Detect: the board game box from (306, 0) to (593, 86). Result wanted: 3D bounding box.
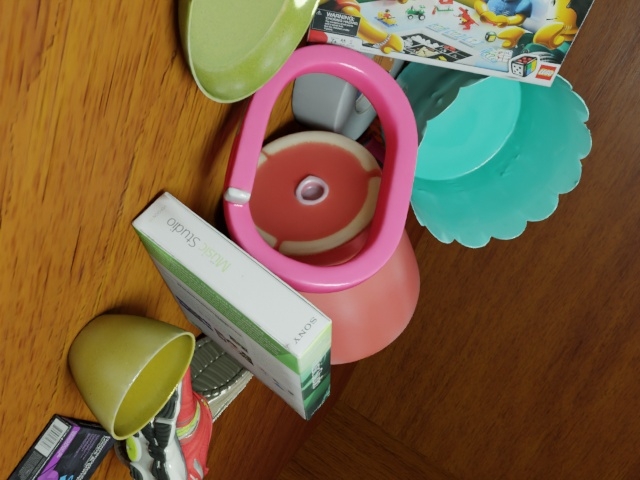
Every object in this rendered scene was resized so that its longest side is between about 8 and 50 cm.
[{"bbox_3d":[0.150,-0.289,0.757,0.193,0.305,0.053,104,-7,-47],"label":"board game box"}]

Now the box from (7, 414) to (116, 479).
[{"bbox_3d":[-0.316,0.275,0.829,0.116,0.029,0.162,-56,167,-13],"label":"box"}]

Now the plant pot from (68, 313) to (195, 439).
[{"bbox_3d":[-0.217,0.134,0.744,0.134,0.095,0.134,-55,166,-21],"label":"plant pot"}]

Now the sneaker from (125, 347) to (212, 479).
[{"bbox_3d":[-0.197,0.225,0.897,0.118,0.107,0.279,-37,137,-54],"label":"sneaker"}]

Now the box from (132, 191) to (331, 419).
[{"bbox_3d":[-0.091,0.096,0.819,0.058,0.232,0.322,-48,164,-18],"label":"box"}]

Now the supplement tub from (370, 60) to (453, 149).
[{"bbox_3d":[0.238,-0.298,1.221,0.338,0.207,0.207,-53,164,-29],"label":"supplement tub"}]

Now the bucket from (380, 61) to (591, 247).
[{"bbox_3d":[0.229,-0.150,0.997,0.183,0.281,0.281,-111,-142,-54],"label":"bucket"}]

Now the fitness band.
[{"bbox_3d":[0.005,-0.085,0.764,0.054,0.209,0.290,143,-37,-67],"label":"fitness band"}]

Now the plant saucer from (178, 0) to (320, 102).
[{"bbox_3d":[-0.060,-0.247,0.636,0.241,0.037,0.241,-53,165,-21],"label":"plant saucer"}]

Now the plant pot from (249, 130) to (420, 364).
[{"bbox_3d":[0.000,0.000,0.933,0.275,0.275,0.243,-54,155,-23],"label":"plant pot"}]

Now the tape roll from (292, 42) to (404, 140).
[{"bbox_3d":[0.049,-0.244,0.949,0.219,0.072,0.219,-54,166,-20],"label":"tape roll"}]

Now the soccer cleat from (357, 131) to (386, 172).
[{"bbox_3d":[0.057,-0.076,1.291,0.331,0.116,0.143,-55,-177,-12],"label":"soccer cleat"}]

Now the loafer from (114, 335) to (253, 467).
[{"bbox_3d":[-0.200,0.243,1.041,0.268,0.102,0.092,-41,160,-28],"label":"loafer"}]
